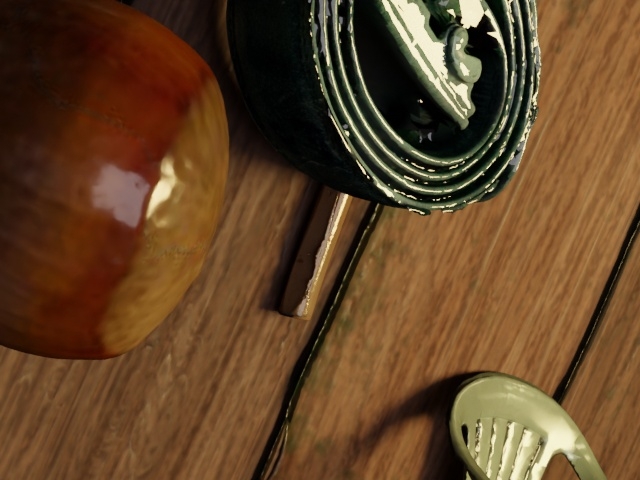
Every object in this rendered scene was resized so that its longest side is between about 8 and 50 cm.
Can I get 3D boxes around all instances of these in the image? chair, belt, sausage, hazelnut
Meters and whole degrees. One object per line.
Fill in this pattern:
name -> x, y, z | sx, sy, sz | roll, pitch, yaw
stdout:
chair -> 0.143, 0.264, 1.319 | 0.203, 0.190, 0.275 | 23, 98, -41
belt -> 0.048, -0.129, 1.144 | 0.206, 0.116, 0.267 | -44, 125, -26
sausage -> 0.000, 0.000, 1.208 | 0.026, 0.026, 0.116 | 18, 92, -40
hazelnut -> -0.153, -0.041, 0.984 | 0.214, 0.176, 0.214 | 1, 87, -14
